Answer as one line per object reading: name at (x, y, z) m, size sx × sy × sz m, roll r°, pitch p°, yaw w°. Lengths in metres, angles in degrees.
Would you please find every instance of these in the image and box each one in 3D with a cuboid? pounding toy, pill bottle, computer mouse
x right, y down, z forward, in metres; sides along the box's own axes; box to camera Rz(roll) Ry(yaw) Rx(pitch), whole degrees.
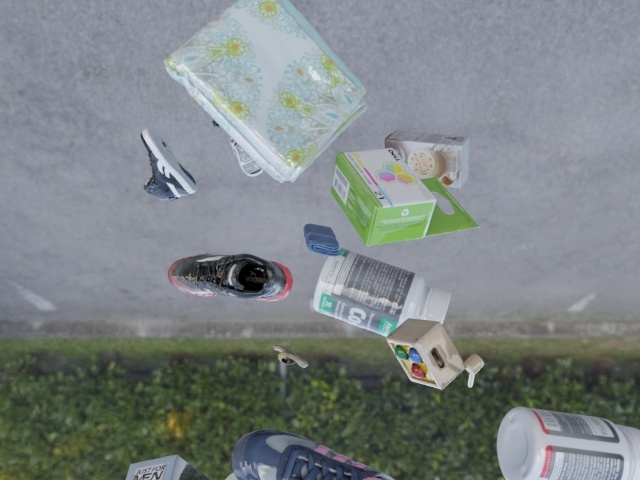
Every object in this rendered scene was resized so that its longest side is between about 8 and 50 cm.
pounding toy at (0.264, 0.278, 1.345) m, size 0.094 × 0.181 × 0.206 m, roll -36°, pitch -168°, yaw -22°
pill bottle at (0.177, 0.167, 1.741) m, size 0.361 × 0.204 × 0.204 m, roll 19°, pitch 161°, yaw 10°
pill bottle at (0.536, 0.448, 1.272) m, size 0.283 × 0.161 × 0.161 m, roll 11°, pitch 157°, yaw -11°
computer mouse at (-0.223, -0.274, 1.721) m, size 0.106 × 0.193 × 0.042 m, roll -24°, pitch -165°, yaw -5°

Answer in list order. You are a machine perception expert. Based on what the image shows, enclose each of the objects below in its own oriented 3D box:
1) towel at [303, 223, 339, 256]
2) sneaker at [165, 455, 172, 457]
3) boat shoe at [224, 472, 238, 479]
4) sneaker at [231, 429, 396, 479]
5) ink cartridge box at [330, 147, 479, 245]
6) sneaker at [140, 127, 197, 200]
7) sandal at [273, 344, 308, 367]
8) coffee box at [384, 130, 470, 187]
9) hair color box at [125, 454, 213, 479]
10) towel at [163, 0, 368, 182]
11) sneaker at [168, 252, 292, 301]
towel at (0.000, 0.000, 1.227) m, size 0.067 × 0.029 × 0.119 m, roll 12°, pitch -161°, yaw -11°
sneaker at (-0.365, 0.587, 1.472) m, size 0.086 × 0.226 × 0.163 m, roll 7°, pitch 121°, yaw -13°
boat shoe at (-0.220, 0.621, 1.447) m, size 0.049 × 0.137 × 0.043 m, roll 16°, pitch 171°, yaw 19°
sneaker at (0.030, 0.354, 0.884) m, size 0.319 × 0.112 × 0.131 m, roll 28°, pitch 144°, yaw -17°
ink cartridge box at (0.173, -0.098, 1.195) m, size 0.255 × 0.188 × 0.097 m, roll -9°, pitch 133°, yaw -21°
sneaker at (-0.434, -0.185, 1.591) m, size 0.121 × 0.079 × 0.217 m, roll -23°, pitch 127°, yaw 14°
sandal at (-0.108, 0.391, 2.013) m, size 0.072 × 0.049 × 0.180 m, roll 34°, pitch 172°, yaw -35°
coffee box at (0.332, -0.256, 1.890) m, size 0.247 × 0.098 × 0.141 m, roll 10°, pitch 120°, yaw 26°
hair color box at (-0.268, 0.578, 1.002) m, size 0.114 × 0.374 × 0.185 m, roll -19°, pitch 130°, yaw 22°
towel at (-0.100, -0.348, 1.333) m, size 0.374 × 0.320 × 0.090 m, roll 45°, pitch 152°, yaw -9°
sneaker at (-0.202, 0.073, 1.290) m, size 0.276 × 0.097 × 0.135 m, roll 5°, pitch 171°, yaw 8°
